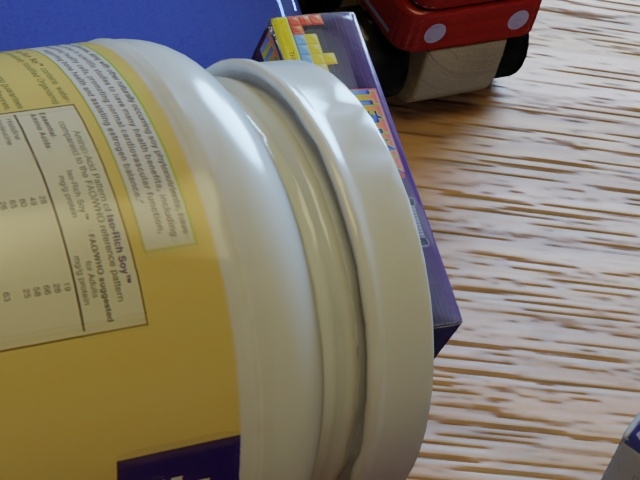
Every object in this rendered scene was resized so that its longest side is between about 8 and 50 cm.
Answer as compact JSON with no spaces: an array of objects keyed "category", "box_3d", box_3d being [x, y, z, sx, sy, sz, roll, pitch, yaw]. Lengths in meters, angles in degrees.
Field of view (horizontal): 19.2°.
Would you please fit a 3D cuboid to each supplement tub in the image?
[{"category":"supplement tub","box_3d":[-0.147,0.045,0.766,0.331,0.241,0.241,-10,50,-26]}]

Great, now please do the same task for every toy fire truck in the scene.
[{"category":"toy fire truck","box_3d":[0.070,-0.236,1.112,0.158,0.246,0.217,-11,51,-27]}]

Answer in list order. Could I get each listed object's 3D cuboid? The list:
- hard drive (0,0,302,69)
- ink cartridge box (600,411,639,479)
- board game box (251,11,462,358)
[{"category":"hard drive","box_3d":[-0.121,-0.150,1.076,0.210,0.040,0.319,-4,57,-21]},{"category":"ink cartridge box","box_3d":[0.206,0.164,0.772,0.223,0.224,0.045,34,46,18]},{"category":"board game box","box_3d":[0.000,0.000,0.904,0.048,0.141,0.170,-6,63,-24]}]
